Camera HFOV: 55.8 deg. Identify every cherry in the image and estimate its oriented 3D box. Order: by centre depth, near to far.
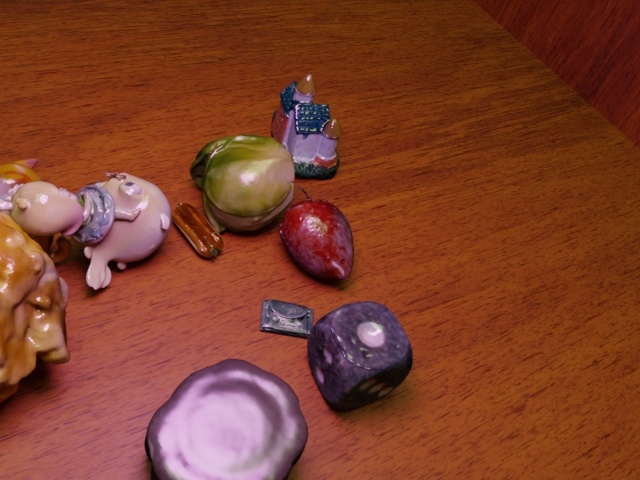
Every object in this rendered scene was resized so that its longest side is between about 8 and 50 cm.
[{"bbox_3d":[0.000,0.000,1.553,0.175,0.192,0.250,-35,74,3],"label":"cherry"}]

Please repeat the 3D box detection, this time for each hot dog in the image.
[{"bbox_3d":[-0.313,-0.023,1.549,0.072,0.055,0.188,-36,70,-16],"label":"hot dog"}]

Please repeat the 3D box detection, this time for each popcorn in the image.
[{"bbox_3d":[-0.669,0.115,1.115,0.390,0.344,0.354,36,74,18],"label":"popcorn"}]

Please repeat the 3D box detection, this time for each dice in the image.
[{"bbox_3d":[0.084,0.256,1.355,0.182,0.183,0.181,-9,52,-26],"label":"dice"}]

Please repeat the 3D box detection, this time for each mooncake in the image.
[{"bbox_3d":[-0.184,0.388,1.170,0.305,0.154,0.306,10,48,-11],"label":"mooncake"}]

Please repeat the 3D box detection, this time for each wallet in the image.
[{"bbox_3d":[-0.080,0.186,1.464,0.129,0.026,0.088,11,48,-10],"label":"wallet"}]

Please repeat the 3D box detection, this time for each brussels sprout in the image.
[{"bbox_3d":[-0.203,-0.152,1.596,0.294,0.227,0.260,-7,56,8],"label":"brussels sprout"}]

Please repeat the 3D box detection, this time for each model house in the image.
[{"bbox_3d":[-0.030,-0.359,1.784,0.184,0.291,0.253,-4,52,-15],"label":"model house"}]

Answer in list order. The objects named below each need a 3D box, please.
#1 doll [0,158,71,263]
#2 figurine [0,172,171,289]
[{"bbox_3d":[-0.704,-0.064,1.388,0.166,0.162,0.270,-32,65,10],"label":"doll"},{"bbox_3d":[-0.510,-0.031,1.332,0.226,0.394,0.275,0,83,29],"label":"figurine"}]
